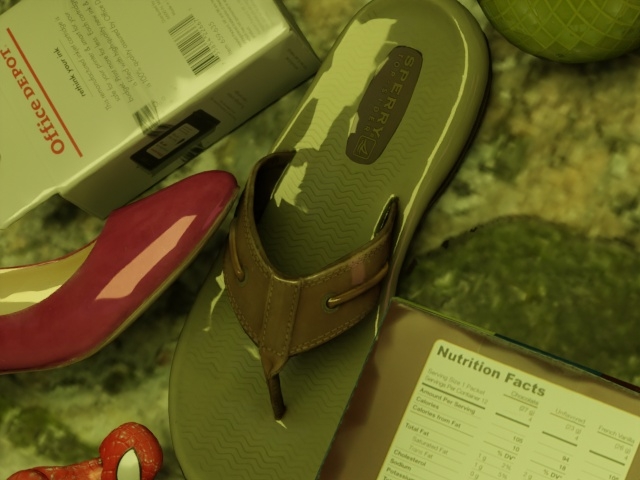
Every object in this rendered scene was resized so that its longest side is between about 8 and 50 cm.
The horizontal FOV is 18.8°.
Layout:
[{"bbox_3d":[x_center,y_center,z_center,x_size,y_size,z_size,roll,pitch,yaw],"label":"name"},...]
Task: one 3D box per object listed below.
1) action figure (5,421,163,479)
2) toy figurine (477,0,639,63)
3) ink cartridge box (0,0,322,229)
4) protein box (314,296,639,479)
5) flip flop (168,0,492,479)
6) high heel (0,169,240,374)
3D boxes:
[{"bbox_3d":[-0.146,0.219,0.917,0.139,0.091,0.280,37,91,28],"label":"action figure"},{"bbox_3d":[0.207,-0.039,0.824,0.363,0.191,0.217,6,84,20],"label":"toy figurine"},{"bbox_3d":[-0.104,-0.086,0.991,0.180,0.060,0.104,-34,70,7],"label":"ink cartridge box"},{"bbox_3d":[0.074,0.154,0.804,0.136,0.200,0.201,21,84,20],"label":"protein box"},{"bbox_3d":[0.000,0.000,0.928,0.112,0.080,0.277,23,84,21],"label":"flip flop"},{"bbox_3d":[-0.157,0.014,0.951,0.244,0.082,0.117,-37,99,23],"label":"high heel"}]
